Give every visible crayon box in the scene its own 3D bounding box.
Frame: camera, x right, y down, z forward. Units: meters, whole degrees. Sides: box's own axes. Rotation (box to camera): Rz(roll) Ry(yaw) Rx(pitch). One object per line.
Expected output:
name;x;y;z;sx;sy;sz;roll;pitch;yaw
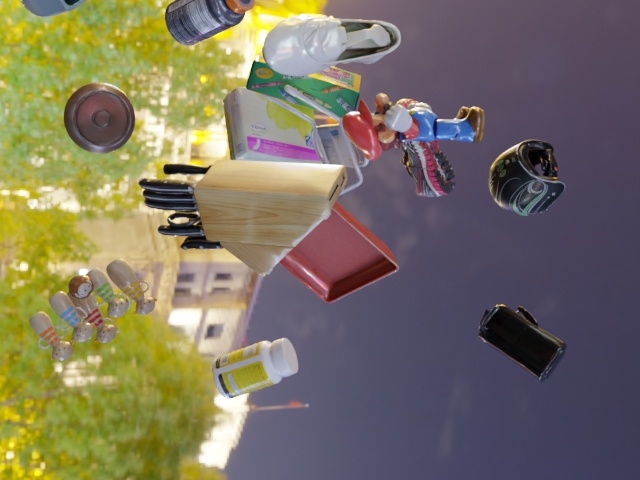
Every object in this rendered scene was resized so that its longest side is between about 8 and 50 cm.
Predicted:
crayon box;-0.037;-0.404;2.028;0.165;0.278;0.081;-79;-173;-64

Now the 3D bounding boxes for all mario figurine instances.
mario figurine;0.208;-0.289;1.825;0.198;0.320;0.170;104;-19;-62

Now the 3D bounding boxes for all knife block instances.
knife block;-0.129;-0.073;1.186;0.275;0.242;0.088;-42;-166;41

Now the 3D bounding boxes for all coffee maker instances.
coffee maker;0.459;0.238;1.824;0.178;0.171;0.120;33;-71;27

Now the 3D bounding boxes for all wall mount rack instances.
wall mount rack;-0.016;-0.272;2.058;0.350;0.130;0.304;15;-51;68

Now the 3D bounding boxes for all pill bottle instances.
pill bottle;-0.174;0.340;2.128;0.119;0.208;0.119;-20;90;-77
pill bottle;-0.285;-0.607;2.082;0.245;0.130;0.131;-11;-102;40

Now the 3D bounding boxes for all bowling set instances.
bowling set;-0.527;0.165;1.812;0.154;0.287;0.200;53;-11;0

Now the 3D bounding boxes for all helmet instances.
helmet;0.470;-0.136;1.828;0.161;0.169;0.169;120;-37;-52

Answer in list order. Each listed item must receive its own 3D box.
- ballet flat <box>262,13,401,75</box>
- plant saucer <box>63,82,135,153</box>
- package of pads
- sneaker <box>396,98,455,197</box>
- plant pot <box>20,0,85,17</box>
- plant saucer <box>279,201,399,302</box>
ballet flat;0.041;-0.462;1.823;0.139;0.400;0.139;15;-68;40
plant saucer;-0.521;-0.289;1.886;0.029;0.168;0.169;-152;-114;-62
package of pads;-0.140;-0.321;2.357;0.101;0.296;0.229;-29;-117;44
sneaker;0.277;-0.259;2.276;0.112;0.121;0.299;-11;-75;44
plant pot;-0.820;-0.822;2.399;0.252;0.248;0.247;-6;-54;41
plant saucer;0.000;0.000;1.596;0.259;0.258;0.048;-31;-157;52
